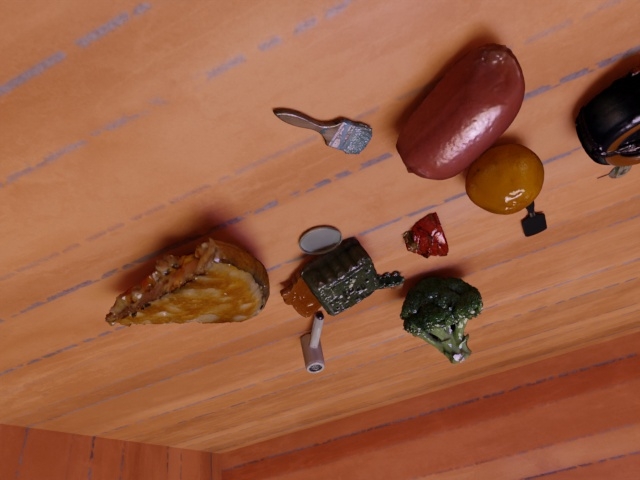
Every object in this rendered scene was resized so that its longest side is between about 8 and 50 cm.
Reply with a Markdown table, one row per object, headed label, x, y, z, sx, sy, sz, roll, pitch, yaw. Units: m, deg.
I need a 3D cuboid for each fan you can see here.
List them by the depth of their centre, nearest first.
| label | x | y | z | sx | sy | sz | roll | pitch | yaw |
| --- | --- | --- | --- | --- | --- | --- | --- | --- | --- |
| fan | 0.749 | -0.170 | 1.027 | 0.060 | 0.003 | 0.080 | 21 | 132 | -37 |

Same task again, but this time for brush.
| label | x | y | z | sx | sy | sz | roll | pitch | yaw |
| --- | --- | --- | --- | --- | --- | --- | --- | --- | --- |
| brush | 0.004 | -0.204 | 0.737 | 0.197 | 0.021 | 0.070 | 12 | 138 | -27 |
| brush | 0.578 | -0.066 | 1.106 | 0.063 | 0.016 | 0.193 | -27 | 143 | 18 |

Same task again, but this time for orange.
| label | x | y | z | sx | sy | sz | roll | pitch | yaw |
| --- | --- | --- | --- | --- | --- | --- | --- | --- | --- |
| orange | 0.393 | -0.125 | 0.865 | 0.159 | 0.136 | 0.159 | -8 | 147 | -5 |

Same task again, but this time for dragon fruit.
| label | x | y | z | sx | sy | sz | roll | pitch | yaw |
| --- | --- | --- | --- | --- | --- | --- | --- | --- | --- |
| dragon fruit | 0.281 | 0.012 | 1.069 | 0.107 | 0.083 | 0.162 | -19 | 146 | 13 |

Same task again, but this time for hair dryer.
| label | x | y | z | sx | sy | sz | roll | pitch | yaw |
| --- | --- | --- | --- | --- | --- | --- | --- | --- | --- |
| hair dryer | -0.012 | 0.338 | 1.400 | 0.073 | 0.131 | 0.236 | 2 | 128 | -15 |

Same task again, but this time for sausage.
| label | x | y | z | sx | sy | sz | roll | pitch | yaw |
| --- | --- | --- | --- | --- | --- | --- | --- | --- | --- |
| sausage | 0.240 | -0.205 | 0.705 | 0.148 | 0.148 | 0.254 | 19 | 133 | -36 |

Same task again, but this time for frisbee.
| label | x | y | z | sx | sy | sz | roll | pitch | yaw |
| --- | --- | --- | --- | --- | --- | --- | --- | --- | --- |
| frisbee | 0.000 | 0.000 | 1.017 | 0.110 | 0.014 | 0.110 | -9 | 144 | -7 |

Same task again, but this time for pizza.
| label | x | y | z | sx | sy | sz | roll | pitch | yaw |
| --- | --- | --- | --- | --- | --- | --- | --- | --- | --- |
| pizza | -0.331 | 0.115 | 0.979 | 0.407 | 0.130 | 0.439 | -11 | 155 | -2 |

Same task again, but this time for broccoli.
| label | x | y | z | sx | sy | sz | roll | pitch | yaw |
| --- | --- | --- | --- | --- | --- | --- | --- | --- | --- |
| broccoli | 0.381 | 0.240 | 1.254 | 0.270 | 0.269 | 0.270 | -22 | 172 | -3 |

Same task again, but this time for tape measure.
| label | x | y | z | sx | sy | sz | roll | pitch | yaw |
| --- | --- | --- | --- | --- | --- | --- | --- | --- | --- |
| tape measure | 0.622 | -0.241 | 0.786 | 0.223 | 0.134 | 0.202 | -10 | 154 | 0 |

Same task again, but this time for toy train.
| label | x | y | z | sx | sy | sz | roll | pitch | yaw |
| --- | --- | --- | --- | --- | --- | --- | --- | --- | --- |
| toy train | 0.203 | 0.129 | 1.236 | 0.103 | 0.044 | 0.064 | -10 | 155 | -5 |

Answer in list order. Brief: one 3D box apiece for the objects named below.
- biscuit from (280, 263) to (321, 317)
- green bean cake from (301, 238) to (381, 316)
| label | x | y | z | sx | sy | sz | roll | pitch | yaw |
| --- | --- | --- | --- | --- | --- | --- | --- | --- | --- |
| biscuit | -0.028 | 0.146 | 1.180 | 0.183 | 0.043 | 0.280 | -9 | 146 | -12 |
| green bean cake | 0.060 | 0.106 | 1.072 | 0.182 | 0.094 | 0.173 | -30 | 141 | -3 |
